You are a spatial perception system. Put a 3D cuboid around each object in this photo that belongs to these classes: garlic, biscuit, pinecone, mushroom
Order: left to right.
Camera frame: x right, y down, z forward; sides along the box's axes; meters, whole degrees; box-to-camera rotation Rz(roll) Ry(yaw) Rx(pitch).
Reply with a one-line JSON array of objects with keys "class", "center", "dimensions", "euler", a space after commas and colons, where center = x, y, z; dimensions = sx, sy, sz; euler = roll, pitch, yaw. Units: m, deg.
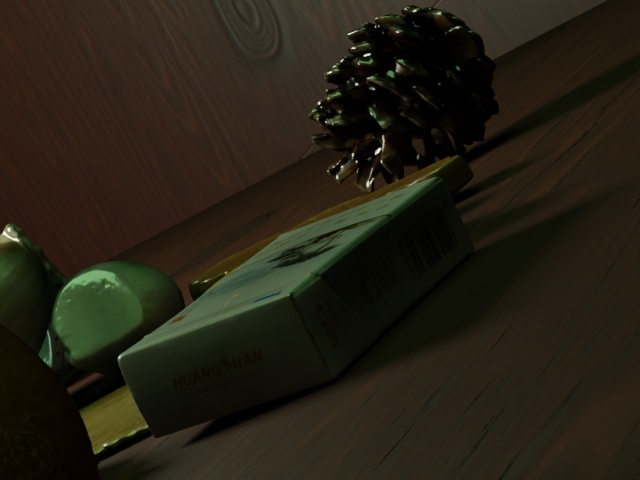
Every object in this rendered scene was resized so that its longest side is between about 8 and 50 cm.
[{"class": "garlic", "center": [-0.345, 0.119, 1.580], "dimensions": [0.325, 0.132, 0.279], "euler": [-53, 2, -29]}, {"class": "mushroom", "center": [-0.183, 0.075, 1.613], "dimensions": [0.118, 0.103, 0.270], "euler": [-23, -5, -2]}, {"class": "biscuit", "center": [-0.125, 0.118, 1.302], "dimensions": [0.236, 0.013, 0.232], "euler": [-28, 6, 13]}, {"class": "biscuit", "center": [0.002, 0.003, 1.563], "dimensions": [0.295, 0.044, 0.186], "euler": [-23, 5, 41]}, {"class": "pinecone", "center": [0.086, -0.154, 1.811], "dimensions": [0.204, 0.184, 0.179], "euler": [-35, 41, -29]}]

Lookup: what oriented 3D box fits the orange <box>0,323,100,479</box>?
[{"class": "orange", "center": [-0.193, 0.114, 0.740], "dimensions": [0.206, 0.206, 0.206], "euler": [-29, 6, 3]}]

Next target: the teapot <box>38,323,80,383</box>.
[{"class": "teapot", "center": [-0.341, 0.105, 1.823], "dimensions": [0.159, 0.159, 0.232], "euler": [-34, 7, -39]}]

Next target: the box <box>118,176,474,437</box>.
[{"class": "box", "center": [-0.011, 0.040, 1.140], "dimensions": [0.149, 0.067, 0.233], "euler": [-24, 8, 34]}]

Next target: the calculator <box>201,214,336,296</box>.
[{"class": "calculator", "center": [-0.001, 0.014, 1.350], "dimensions": [0.235, 0.032, 0.146], "euler": [-29, -12, 38]}]
